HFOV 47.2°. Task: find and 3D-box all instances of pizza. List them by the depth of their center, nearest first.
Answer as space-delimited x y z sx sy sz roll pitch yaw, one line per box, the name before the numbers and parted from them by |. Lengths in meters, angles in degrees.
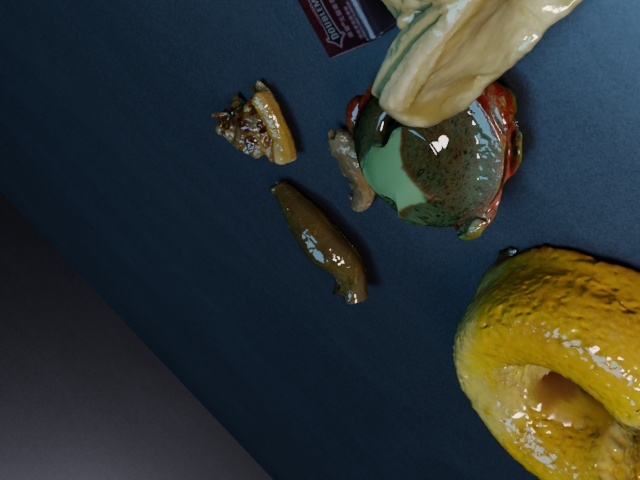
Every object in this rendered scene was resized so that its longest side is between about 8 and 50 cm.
pizza | -0.137 -0.207 1.341 0.193 0.069 0.154 5 130 45

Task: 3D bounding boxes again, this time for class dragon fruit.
dragon fruit | 0.154 -0.131 1.042 0.268 0.130 0.295 40 147 1

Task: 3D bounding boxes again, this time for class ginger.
ginger | 0.058 -0.113 1.238 0.069 0.051 0.174 20 138 41

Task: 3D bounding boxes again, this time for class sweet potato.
sweet potato | -0.005 0.004 1.405 0.286 0.085 0.112 48 152 -1

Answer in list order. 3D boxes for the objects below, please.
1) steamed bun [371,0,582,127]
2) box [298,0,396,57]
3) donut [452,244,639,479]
steamed bun | 0.147 -0.298 0.739 0.189 0.247 0.428 60 139 15
box | 0.007 -0.370 1.001 0.120 0.069 0.224 -4 124 51
donut | 0.369 0.220 1.132 0.377 0.163 0.435 26 142 30
